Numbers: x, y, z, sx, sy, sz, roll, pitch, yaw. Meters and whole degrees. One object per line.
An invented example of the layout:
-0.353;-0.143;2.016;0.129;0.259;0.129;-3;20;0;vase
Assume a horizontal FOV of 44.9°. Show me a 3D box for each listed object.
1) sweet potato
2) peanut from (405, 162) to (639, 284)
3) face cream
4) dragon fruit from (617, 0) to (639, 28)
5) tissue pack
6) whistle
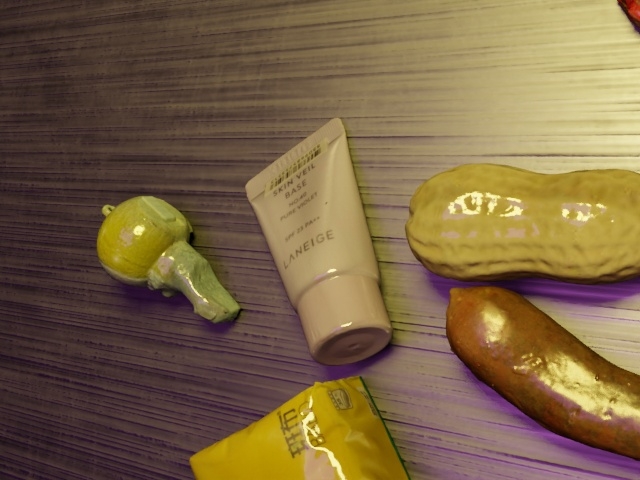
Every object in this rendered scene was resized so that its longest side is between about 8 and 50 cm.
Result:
0.237;0.133;0.702;0.292;0.097;0.097;30;98;22;sweet potato
0.207;-0.017;0.725;0.256;0.123;0.124;0;82;21;peanut
0.000;0.000;0.869;0.154;0.096;0.274;-36;53;25;face cream
0.332;-0.259;0.691;0.153;0.111;0.153;-3;84;33;dragon fruit
0.003;0.298;0.784;0.192;0.134;0.271;-36;67;21;tissue pack
-0.196;0.032;0.966;0.223;0.123;0.123;41;104;13;whistle
